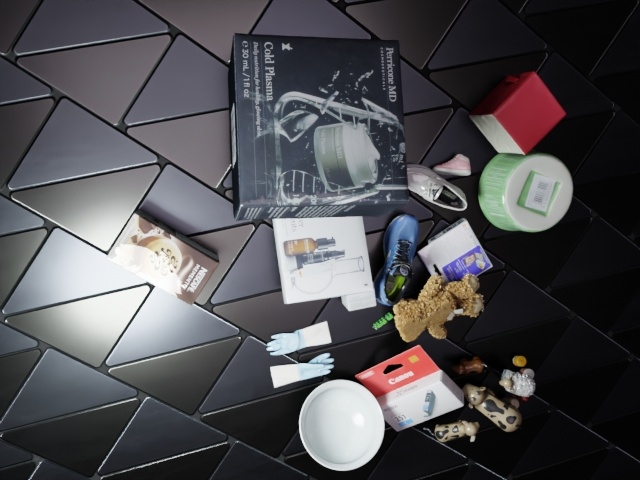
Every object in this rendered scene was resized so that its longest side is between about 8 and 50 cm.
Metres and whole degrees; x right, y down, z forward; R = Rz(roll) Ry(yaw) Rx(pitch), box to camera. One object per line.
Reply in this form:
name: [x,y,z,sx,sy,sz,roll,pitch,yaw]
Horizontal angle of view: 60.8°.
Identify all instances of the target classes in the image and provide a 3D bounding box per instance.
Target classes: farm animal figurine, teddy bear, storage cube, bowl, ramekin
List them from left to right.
bowl: [0.063,0.647,1.909,0.298,0.134,0.297,5,66,-10]
teddy bear: [0.418,0.231,1.933,0.338,0.113,0.245,-36,121,6]
farm animal figurine: [0.569,0.596,1.953,0.327,0.172,0.330,17,87,15]
storage cube: [0.653,-0.424,1.831,0.193,0.183,0.215,-46,106,1]
ramekin: [0.725,-0.172,1.911,0.303,0.148,0.303,-2,101,-11]

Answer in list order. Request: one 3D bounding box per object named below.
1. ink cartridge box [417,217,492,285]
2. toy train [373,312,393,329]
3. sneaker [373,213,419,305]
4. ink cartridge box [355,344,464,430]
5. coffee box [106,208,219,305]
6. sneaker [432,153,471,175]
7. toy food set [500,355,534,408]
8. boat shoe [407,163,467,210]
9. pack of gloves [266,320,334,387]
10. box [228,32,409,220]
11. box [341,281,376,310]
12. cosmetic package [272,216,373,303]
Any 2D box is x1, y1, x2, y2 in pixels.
ink cartridge box: [0.477,0.061,1.954,0.208,0.045,0.206,-33,105,2]
toy train: [0.226,0.291,1.964,0.083,0.017,0.023,-37,116,-3]
sneaker: [0.278,0.072,1.866,0.130,0.147,0.330,10,98,-13]
ink cartridge box: [0.308,0.530,1.928,0.296,0.066,0.261,-34,108,30]
coffee box: [-0.488,0.053,1.717,0.297,0.119,0.168,32,92,-15]
sneaker: [0.454,-0.265,1.892,0.134,0.051,0.070,3,82,-2]
toy food set: [0.732,0.559,2.097,0.111,0.104,0.232,26,76,-2]
boat shoe: [0.385,-0.174,1.864,0.267,0.088,0.096,28,111,-18]
pack of gloves: [-0.066,0.406,1.911,0.232,0.046,0.195,-13,104,-9]
box: [-0.021,-0.313,1.603,0.472,0.297,0.479,-2,85,-13]
box: [0.127,0.180,1.878,0.102,0.101,0.087,-11,102,-10]
cosmetic package: [0.000,0.000,1.772,0.284,0.097,0.377,-8,85,-13]
